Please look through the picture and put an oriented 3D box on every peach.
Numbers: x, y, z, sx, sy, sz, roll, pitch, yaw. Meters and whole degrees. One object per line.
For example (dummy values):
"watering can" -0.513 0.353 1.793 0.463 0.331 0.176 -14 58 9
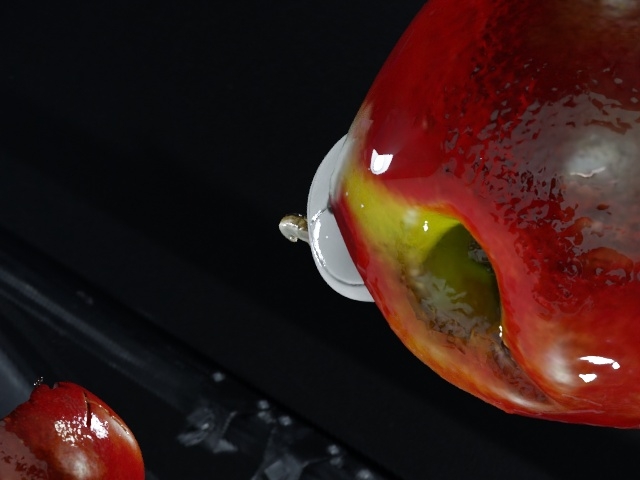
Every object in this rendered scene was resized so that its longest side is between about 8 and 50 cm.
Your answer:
"peach" -0.301 0.241 1.075 0.190 0.226 0.196 -13 -128 27
"peach" 0.173 -0.051 0.599 0.281 0.338 0.281 27 -48 34

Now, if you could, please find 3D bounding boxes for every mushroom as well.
"mushroom" 0.000 0.000 0.976 0.101 0.049 0.019 24 -118 31

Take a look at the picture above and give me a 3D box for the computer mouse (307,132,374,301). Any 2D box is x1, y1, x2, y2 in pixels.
"computer mouse" 0.128 -0.048 0.853 0.297 0.121 0.184 -7 -119 8
